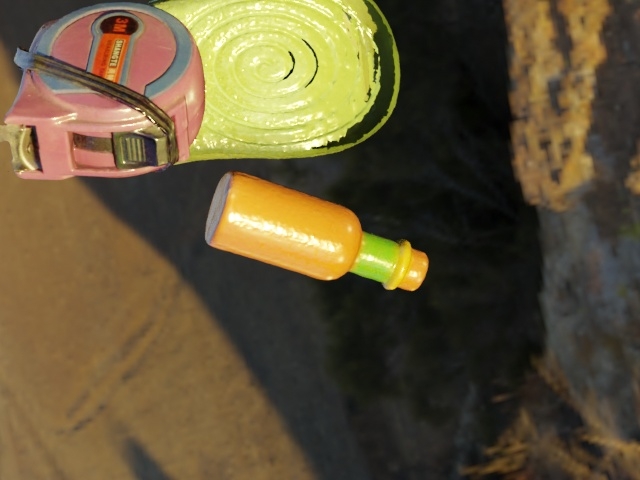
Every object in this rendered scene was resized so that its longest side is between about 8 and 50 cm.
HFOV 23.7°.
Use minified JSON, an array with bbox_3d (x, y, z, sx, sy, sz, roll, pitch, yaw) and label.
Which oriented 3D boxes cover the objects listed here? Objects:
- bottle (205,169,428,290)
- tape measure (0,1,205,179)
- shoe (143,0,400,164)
[{"bbox_3d":[0.000,0.000,1.262,0.069,0.187,0.069,-161,90,-75],"label":"bottle"},{"bbox_3d":[-0.134,-0.092,0.953,0.074,0.125,0.118,93,-177,-47],"label":"tape measure"},{"bbox_3d":[-0.078,-0.127,1.101,0.128,0.262,0.140,-119,19,-74],"label":"shoe"}]
